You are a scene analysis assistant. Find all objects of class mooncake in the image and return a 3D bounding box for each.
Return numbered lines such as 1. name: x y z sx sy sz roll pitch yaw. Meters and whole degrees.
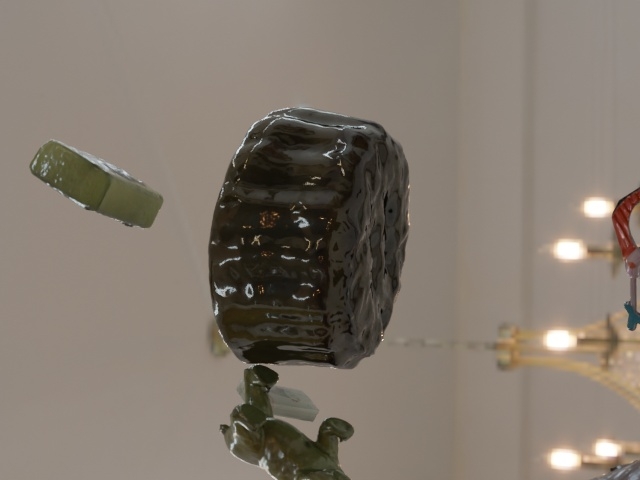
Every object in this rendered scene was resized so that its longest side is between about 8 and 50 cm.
1. mooncake: 0.000 0.000 1.510 0.290 0.161 0.290 6 -90 -71

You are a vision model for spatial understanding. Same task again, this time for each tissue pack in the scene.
1. tissue pack: -0.058 0.217 1.854 0.108 0.056 0.023 15 -70 -39

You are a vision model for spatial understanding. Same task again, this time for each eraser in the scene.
1. eraser: -0.289 -0.073 1.785 0.058 0.117 0.172 -59 -19 2

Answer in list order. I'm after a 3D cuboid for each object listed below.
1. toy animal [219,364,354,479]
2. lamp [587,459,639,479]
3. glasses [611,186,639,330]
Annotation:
1. toy animal: -0.025 0.244 1.502 0.103 0.218 0.101 -35 -26 -57
2. lamp: 0.233 0.243 0.944 0.258 0.180 0.180 125 156 -67
3. glasses: 0.371 -0.003 1.212 0.095 0.255 0.162 -14 -108 -56
